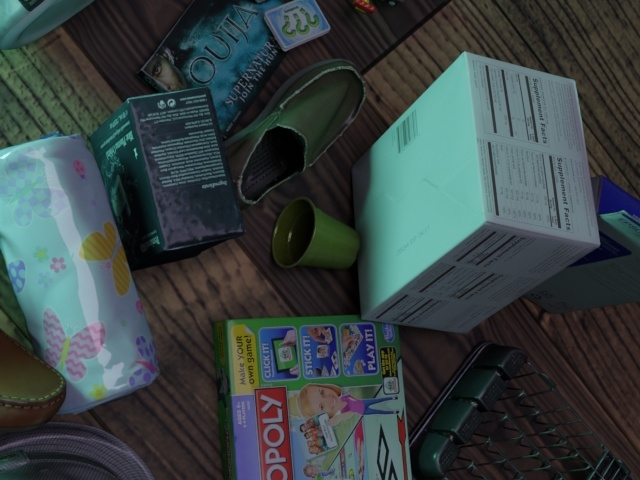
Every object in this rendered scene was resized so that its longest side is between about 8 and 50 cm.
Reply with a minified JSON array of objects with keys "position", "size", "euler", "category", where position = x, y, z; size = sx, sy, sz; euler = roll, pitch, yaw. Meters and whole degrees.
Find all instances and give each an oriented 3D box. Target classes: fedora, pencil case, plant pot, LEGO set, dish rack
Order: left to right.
[{"position":[-0.259,0.296,1.147],"size":[0.275,0.124,0.244],"euler":[-1,81,-26],"category":"fedora"},{"position":[-0.249,0.032,1.161],"size":[0.113,0.124,0.273],"euler":[-23,94,-67],"category":"pencil case"},{"position":[0.000,0.000,1.360],"size":[0.079,0.083,0.083],"euler":[17,73,-35],"category":"plant pot"},{"position":[0.012,-0.348,1.429],"size":[0.244,0.060,0.182],"euler":[-28,88,-34],"category":"LEGO set"},{"position":[0.246,0.275,1.424],"size":[0.271,0.074,0.208],"euler":[47,66,-12],"category":"dish rack"}]

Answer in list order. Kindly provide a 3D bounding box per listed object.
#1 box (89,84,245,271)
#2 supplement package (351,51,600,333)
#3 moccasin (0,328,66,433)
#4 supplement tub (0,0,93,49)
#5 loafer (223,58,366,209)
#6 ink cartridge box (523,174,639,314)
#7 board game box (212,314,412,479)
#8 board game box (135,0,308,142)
[{"position":[-0.162,-0.060,1.244],"size":[0.093,0.156,0.158],"euler":[-13,86,-26],"category":"box"},{"position":[0.159,-0.043,1.314],"size":[0.145,0.262,0.204],"euler":[10,61,-24],"category":"supplement package"},{"position":[-0.384,0.033,1.084],"size":[0.380,0.139,0.147],"euler":[39,108,8],"category":"moccasin"},{"position":[-0.342,-0.367,1.199],"size":[0.193,0.193,0.316],"euler":[-40,98,-26],"category":"supplement tub"},{"position":[-0.029,-0.111,1.344],"size":[0.251,0.087,0.094],"euler":[-45,124,-21],"category":"loafer"},{"position":[0.308,0.009,1.356],"size":[0.165,0.332,0.065],"euler":[32,71,-18],"category":"ink cartridge box"},{"position":[-0.003,0.243,1.324],"size":[0.213,0.046,0.317],"euler":[-1,80,-26],"category":"board game box"},{"position":[-0.111,-0.220,1.373],"size":[0.126,0.026,0.186],"euler":[38,67,-15],"category":"board game box"}]
